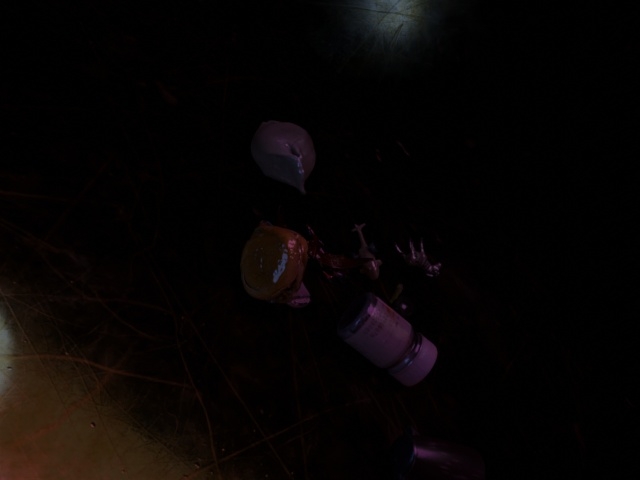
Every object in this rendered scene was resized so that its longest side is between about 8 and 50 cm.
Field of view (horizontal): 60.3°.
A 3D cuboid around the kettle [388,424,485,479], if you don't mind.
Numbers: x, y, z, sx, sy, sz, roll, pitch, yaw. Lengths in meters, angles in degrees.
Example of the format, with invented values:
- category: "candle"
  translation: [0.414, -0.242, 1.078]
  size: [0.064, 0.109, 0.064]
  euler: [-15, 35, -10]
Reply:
- category: "kettle"
  translation: [0.279, 0.592, 1.391]
  size: [0.232, 0.144, 0.202]
  euler: [24, 64, -22]

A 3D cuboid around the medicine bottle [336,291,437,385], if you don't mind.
- category: "medicine bottle"
  translation: [0.196, 0.292, 1.627]
  size: [0.273, 0.165, 0.165]
  euler: [38, 29, -11]

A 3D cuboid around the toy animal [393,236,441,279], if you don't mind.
- category: "toy animal"
  translation: [0.407, 0.078, 2.295]
  size: [0.216, 0.073, 0.176]
  euler: [3, 63, -46]

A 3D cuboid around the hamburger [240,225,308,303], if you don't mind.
- category: "hamburger"
  translation: [-0.123, 0.065, 1.471]
  size: [0.108, 0.213, 0.214]
  euler: [18, 37, -46]

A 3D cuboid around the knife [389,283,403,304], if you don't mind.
- category: "knife"
  translation: [0.280, 0.193, 2.021]
  size: [0.026, 0.022, 0.184]
  euler: [68, 25, -10]

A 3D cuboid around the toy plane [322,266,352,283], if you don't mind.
- category: "toy plane"
  translation: [0.058, 0.111, 1.823]
  size: [0.060, 0.037, 0.145]
  euler: [49, 27, 18]

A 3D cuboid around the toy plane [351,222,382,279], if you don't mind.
- category: "toy plane"
  translation: [0.167, 0.035, 2.024]
  size: [0.108, 0.092, 0.287]
  euler: [47, 19, -46]

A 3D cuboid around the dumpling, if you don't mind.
- category: "dumpling"
  translation: [-0.113, -0.308, 1.983]
  size: [0.270, 0.211, 0.321]
  euler: [35, 40, -22]

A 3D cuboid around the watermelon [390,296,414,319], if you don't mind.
- category: "watermelon"
  translation: [0.282, 0.236, 1.907]
  size: [0.078, 0.078, 0.110]
  euler: [49, 29, 8]

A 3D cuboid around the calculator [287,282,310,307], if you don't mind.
- category: "calculator"
  translation: [-0.094, 0.121, 1.611]
  size: [0.100, 0.032, 0.175]
  euler: [3, 48, -52]

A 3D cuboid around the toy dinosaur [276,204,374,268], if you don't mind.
- category: "toy dinosaur"
  translation: [0.005, 0.007, 1.777]
  size: [0.327, 0.113, 0.206]
  euler: [39, 25, 10]

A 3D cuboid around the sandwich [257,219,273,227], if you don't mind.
- category: "sandwich"
  translation: [-0.167, -0.022, 1.715]
  size: [0.069, 0.026, 0.101]
  euler: [38, 29, -14]
